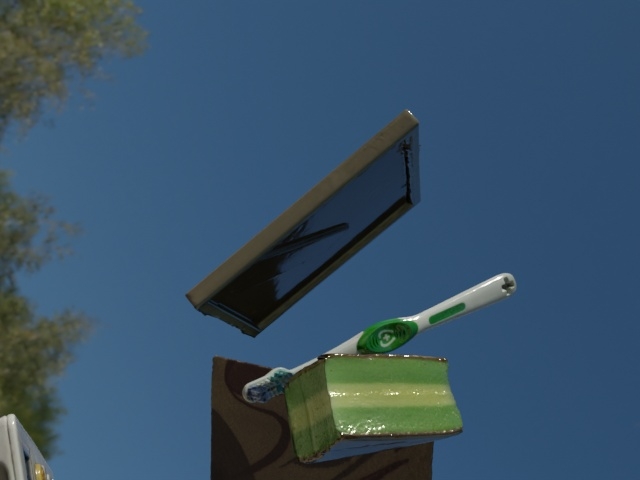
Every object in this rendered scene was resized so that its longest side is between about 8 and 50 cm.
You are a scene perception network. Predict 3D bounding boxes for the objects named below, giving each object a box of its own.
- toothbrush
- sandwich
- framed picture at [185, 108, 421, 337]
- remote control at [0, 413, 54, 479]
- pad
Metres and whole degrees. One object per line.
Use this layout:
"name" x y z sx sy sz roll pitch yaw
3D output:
"toothbrush" 0.062 0.083 1.015 0.030 0.304 0.030 34 -46 44
"sandwich" 0.042 0.135 0.911 0.074 0.116 0.074 -45 -132 52
"framed picture" 0.000 0.000 0.817 0.016 0.184 0.250 50 -1 11
"remote control" -0.218 0.209 0.822 0.313 0.055 0.109 113 -34 -69
"pad" -0.010 0.262 1.291 0.330 0.004 0.220 6 -82 40
